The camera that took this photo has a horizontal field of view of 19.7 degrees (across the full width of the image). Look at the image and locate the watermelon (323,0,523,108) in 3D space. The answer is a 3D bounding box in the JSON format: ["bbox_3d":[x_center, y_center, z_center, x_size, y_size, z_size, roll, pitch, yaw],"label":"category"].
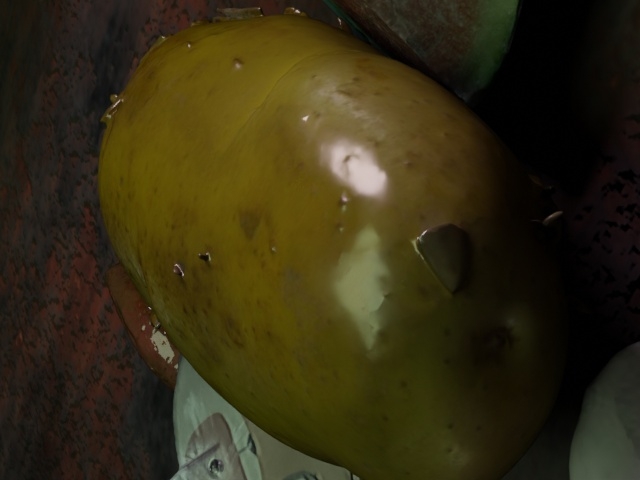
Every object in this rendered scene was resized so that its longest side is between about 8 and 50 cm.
[{"bbox_3d":[0.029,-0.136,0.761,0.146,0.128,0.231,64,170,-22],"label":"watermelon"}]

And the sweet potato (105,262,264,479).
[{"bbox_3d":[-0.051,0.085,0.946,0.214,0.050,0.050,55,137,32],"label":"sweet potato"}]

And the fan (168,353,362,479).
[{"bbox_3d":[-0.050,0.110,0.911,0.226,0.008,0.152,-35,66,33],"label":"fan"}]

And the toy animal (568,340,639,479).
[{"bbox_3d":[0.076,0.203,0.650,0.325,0.154,0.208,-61,17,11],"label":"toy animal"}]

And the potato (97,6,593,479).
[{"bbox_3d":[0.000,0.000,0.743,0.300,0.140,0.173,32,146,58],"label":"potato"}]
